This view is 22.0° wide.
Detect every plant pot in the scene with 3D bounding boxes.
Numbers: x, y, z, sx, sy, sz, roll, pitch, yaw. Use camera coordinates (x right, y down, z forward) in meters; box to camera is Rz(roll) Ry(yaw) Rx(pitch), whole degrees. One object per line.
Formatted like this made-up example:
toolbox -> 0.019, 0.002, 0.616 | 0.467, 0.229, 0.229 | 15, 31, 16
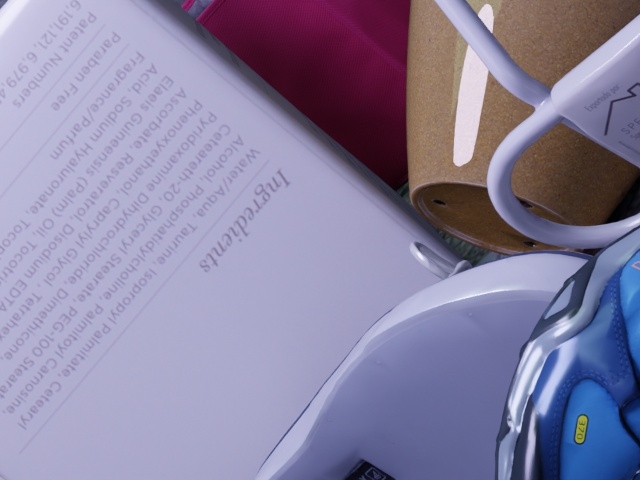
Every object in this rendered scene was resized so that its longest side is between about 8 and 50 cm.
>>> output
plant pot -> 0.151, -0.126, 1.091 | 0.237, 0.237, 0.254 | -23, 44, 65

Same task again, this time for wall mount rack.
wall mount rack -> 0.177, -0.154, 0.821 | 0.350, 0.304, 0.130 | -41, 33, 38

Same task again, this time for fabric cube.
fabric cube -> -0.003, -0.188, 1.665 | 0.259, 0.258, 0.254 | -42, 16, 36

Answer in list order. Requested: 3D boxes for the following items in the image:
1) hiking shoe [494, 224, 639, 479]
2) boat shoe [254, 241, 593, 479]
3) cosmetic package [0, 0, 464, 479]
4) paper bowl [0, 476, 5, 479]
hiking shoe -> 0.185, 0.033, 0.719 | 0.304, 0.113, 0.132 | -57, 20, -7
boat shoe -> 0.079, 0.082, 0.952 | 0.367, 0.136, 0.156 | -52, 5, 49
cosmetic package -> -0.138, 0.009, 1.261 | 0.327, 0.394, 0.329 | -49, 12, 4
paper bowl -> -0.320, 0.348, 1.516 | 0.284, 0.148, 0.284 | -48, 13, 15
